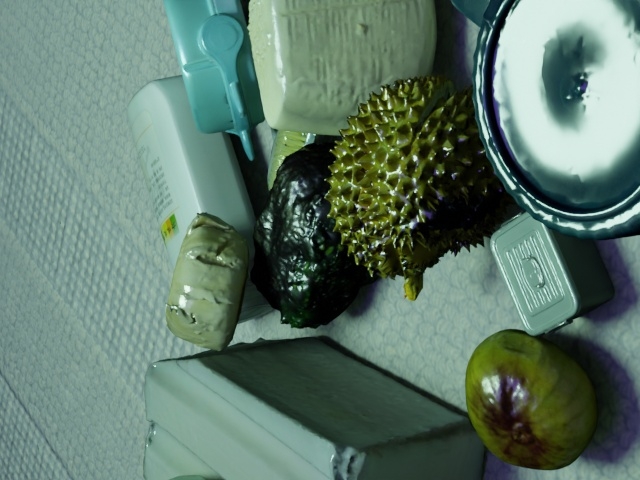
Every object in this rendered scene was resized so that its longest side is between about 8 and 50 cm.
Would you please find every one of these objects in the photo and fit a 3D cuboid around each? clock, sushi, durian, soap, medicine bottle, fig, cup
[{"bbox_3d":[-0.133,-0.235,1.694,0.223,0.094,0.274,81,175,-62],"label":"clock"},{"bbox_3d":[0.000,0.000,1.640,0.127,0.124,0.225,48,133,36],"label":"sushi"},{"bbox_3d":[0.113,-0.046,1.417,0.138,0.193,0.237,-149,55,-66],"label":"durian"},{"bbox_3d":[-0.030,0.300,1.676,0.435,0.213,0.350,25,121,48],"label":"soap"},{"bbox_3d":[-0.158,-0.047,1.842,0.179,0.124,0.324,136,120,-64],"label":"medicine bottle"},{"bbox_3d":[0.209,0.160,1.398,0.136,0.121,0.153,-43,66,44],"label":"fig"},{"bbox_3d":[0.282,-0.155,1.085,0.242,0.292,0.308,-39,68,50],"label":"cup"}]

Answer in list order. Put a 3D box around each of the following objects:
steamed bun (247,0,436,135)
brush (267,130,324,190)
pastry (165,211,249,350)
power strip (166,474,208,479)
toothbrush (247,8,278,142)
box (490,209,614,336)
[{"bbox_3d":[0.020,-0.238,1.508,0.155,0.200,0.250,-150,59,-74],"label":"steamed bun"},{"bbox_3d":[-0.043,-0.047,1.726,0.060,0.068,0.297,17,120,9],"label":"brush"},{"bbox_3d":[-0.133,0.051,1.669,0.166,0.088,0.166,-168,90,-88],"label":"pastry"},{"bbox_3d":[-0.174,0.420,1.622,0.229,0.141,0.261,-14,91,54],"label":"power strip"},{"bbox_3d":[-0.065,-0.229,1.698,0.035,0.042,0.413,23,130,55],"label":"toothbrush"},{"bbox_3d":[0.233,0.029,1.381,0.084,0.069,0.122,-37,69,49],"label":"box"}]
